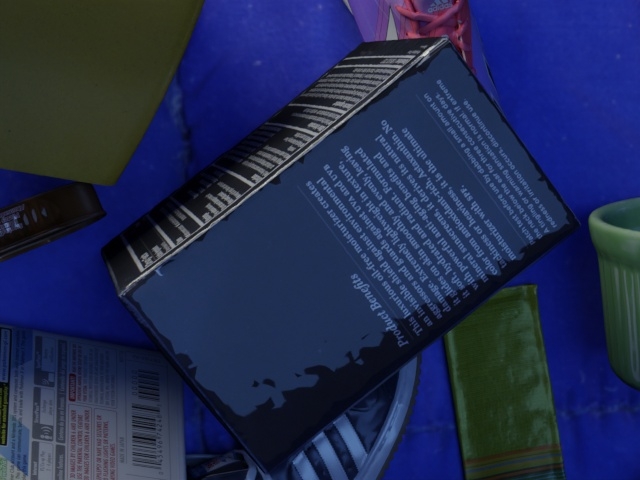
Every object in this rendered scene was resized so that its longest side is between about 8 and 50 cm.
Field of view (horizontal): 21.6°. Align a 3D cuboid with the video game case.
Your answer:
[{"bbox_3d":[-0.246,0.200,1.280,0.300,0.036,0.329,12,46,-20],"label":"video game case"}]

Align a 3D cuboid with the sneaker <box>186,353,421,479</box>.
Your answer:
[{"bbox_3d":[-0.028,0.173,1.430,0.153,0.099,0.282,26,85,-20],"label":"sneaker"}]

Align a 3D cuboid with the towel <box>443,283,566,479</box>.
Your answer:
[{"bbox_3d":[0.172,0.163,1.544,0.102,0.021,0.237,-10,94,-20],"label":"towel"}]

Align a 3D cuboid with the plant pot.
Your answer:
[{"bbox_3d":[-0.222,-0.154,1.311,0.212,0.212,0.187,8,100,-20],"label":"plant pot"}]

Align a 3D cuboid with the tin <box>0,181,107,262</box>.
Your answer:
[{"bbox_3d":[-0.264,0.001,1.340,0.189,0.106,0.040,-23,86,-19],"label":"tin"}]

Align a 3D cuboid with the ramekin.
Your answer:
[{"bbox_3d":[0.390,0.048,1.482,0.303,0.303,0.148,-5,100,-20],"label":"ramekin"}]

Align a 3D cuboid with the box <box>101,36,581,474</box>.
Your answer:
[{"bbox_3d":[0.000,0.000,1.308,0.294,0.296,0.183,-37,100,-4],"label":"box"}]

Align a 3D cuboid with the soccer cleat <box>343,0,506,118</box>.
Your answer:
[{"bbox_3d":[0.093,-0.174,1.460,0.108,0.116,0.318,-27,99,-18],"label":"soccer cleat"}]
